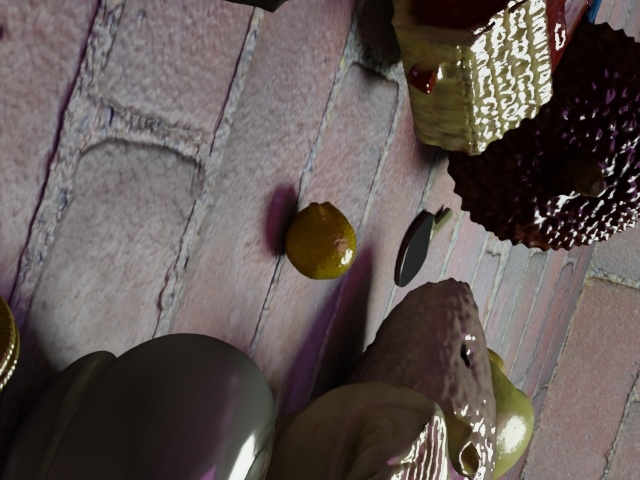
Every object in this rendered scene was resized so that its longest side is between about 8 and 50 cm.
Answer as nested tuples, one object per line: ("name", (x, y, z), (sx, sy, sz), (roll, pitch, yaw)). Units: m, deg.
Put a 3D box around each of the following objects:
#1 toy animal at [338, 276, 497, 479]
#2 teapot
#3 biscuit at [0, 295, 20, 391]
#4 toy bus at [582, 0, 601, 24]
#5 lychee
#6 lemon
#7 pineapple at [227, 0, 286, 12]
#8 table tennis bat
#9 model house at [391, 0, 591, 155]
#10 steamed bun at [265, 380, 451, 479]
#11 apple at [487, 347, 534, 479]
("toy animal", (0.100, 0.231, 1.427), (0.226, 0.188, 0.358), (-53, 143, -60))
("teapot", (-0.141, 0.204, 0.803), (0.220, 0.149, 0.318), (88, 25, -66))
("biscuit", (-0.188, 0.054, 0.630), (0.084, 0.084, 0.023), (-59, 157, -32))
("toy bus", (0.273, -0.348, 1.487), (0.234, 0.116, 0.133), (61, 47, -63))
("lychee", (0.273, -0.124, 1.483), (0.304, 0.276, 0.275), (-95, -167, -64))
("lemon", (0.000, 0.000, 1.141), (0.065, 0.065, 0.092), (-58, 157, -34))
("pineapple", (-0.037, -0.242, 0.774), (0.108, 0.108, 0.197), (28, 69, -71))
("table tennis bat", (0.127, 0.000, 1.568), (0.156, 0.013, 0.087), (-44, 146, -52))
("model house", (0.145, -0.210, 1.202), (0.254, 0.160, 0.196), (-61, 159, -22))
("steamed bun", (-0.009, 0.281, 1.186), (0.276, 0.203, 0.289), (-17, 110, -57))
("apple", (0.184, 0.231, 1.692), (0.200, 0.200, 0.200), (-54, 155, -41))
